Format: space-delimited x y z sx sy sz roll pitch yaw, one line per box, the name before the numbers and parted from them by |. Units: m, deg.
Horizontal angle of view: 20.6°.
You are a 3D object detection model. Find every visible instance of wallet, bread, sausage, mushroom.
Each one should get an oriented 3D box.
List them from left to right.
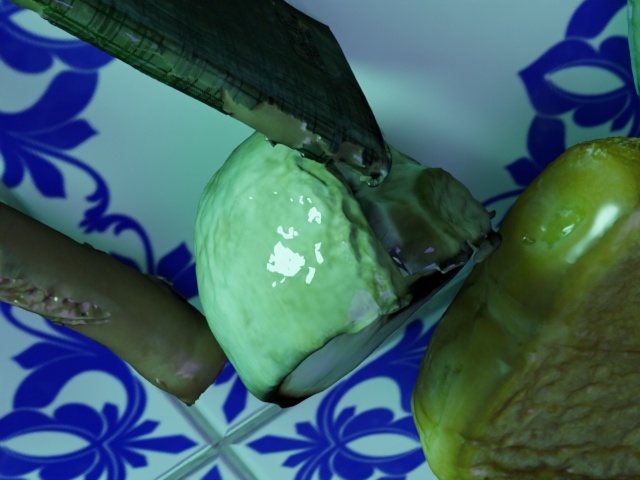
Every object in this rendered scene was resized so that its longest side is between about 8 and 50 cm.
sausage | -0.182 0.031 1.233 0.304 0.078 0.078 31 107 -35
wallet | -0.096 -0.146 1.086 0.317 0.169 0.044 25 116 -33
mushroom | -0.004 0.004 1.234 0.189 0.164 0.267 -41 173 28
bread | 0.253 0.051 1.371 0.337 0.148 0.328 3 127 -30

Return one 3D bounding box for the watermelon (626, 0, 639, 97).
watermelon | 0.312 -0.207 1.220 0.222 0.319 0.292 -3 96 26
